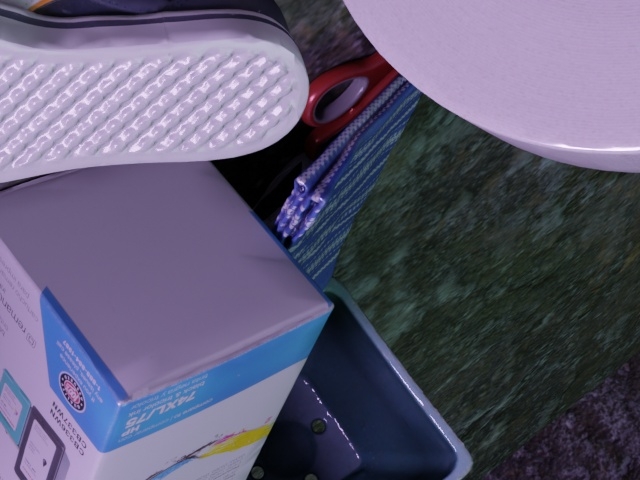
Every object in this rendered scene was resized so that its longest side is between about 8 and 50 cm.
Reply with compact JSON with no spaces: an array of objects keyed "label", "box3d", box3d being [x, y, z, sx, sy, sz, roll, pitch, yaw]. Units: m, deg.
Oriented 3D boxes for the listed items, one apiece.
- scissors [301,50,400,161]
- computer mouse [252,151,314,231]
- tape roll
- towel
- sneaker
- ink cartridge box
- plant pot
[{"label":"scissors","box3d":[0.094,-0.181,1.140,0.297,0.021,0.109,-41,150,-5]},{"label":"computer mouse","box3d":[-0.046,-0.004,1.208,0.193,0.042,0.106,-50,155,22]},{"label":"tape roll","box3d":[0.181,-0.231,0.710,0.392,0.392,0.072,-46,156,13]},{"label":"towel","box3d":[0.000,0.000,1.136,0.243,0.040,0.336,-49,171,-42]},{"label":"sneaker","box3d":[-0.175,-0.110,0.737,0.321,0.127,0.126,-1,135,-21]},{"label":"ink cartridge box","box3d":[-0.157,0.097,1.019,0.197,0.198,0.270,-23,151,-38]},{"label":"plant pot","box3d":[-0.027,0.221,1.415,0.248,0.247,0.252,-36,175,-12]}]
